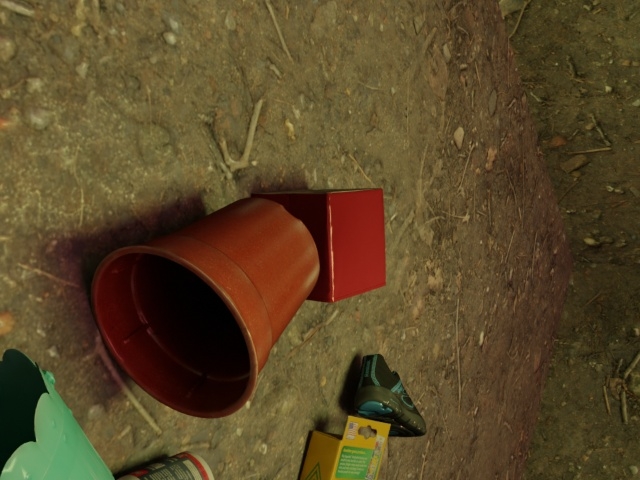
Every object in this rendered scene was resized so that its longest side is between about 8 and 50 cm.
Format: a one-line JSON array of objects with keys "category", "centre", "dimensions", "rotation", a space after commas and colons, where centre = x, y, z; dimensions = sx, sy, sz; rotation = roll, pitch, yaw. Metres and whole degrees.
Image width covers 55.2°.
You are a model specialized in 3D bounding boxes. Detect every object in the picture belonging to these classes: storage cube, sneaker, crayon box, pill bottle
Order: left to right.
[{"category": "pill bottle", "centre": [-0.255, 0.394, 0.914], "dimensions": [0.180, 0.108, 0.107], "rotation": [-3, 96, -54]}, {"category": "storage cube", "centre": [0.000, 0.000, 1.163], "dimensions": [0.215, 0.184, 0.193], "rotation": [-12, 102, -53]}, {"category": "crayon box", "centre": [0.039, 0.547, 1.352], "dimensions": [0.203, 0.083, 0.322], "rotation": [31, 71, -51]}, {"category": "sneaker", "centre": [0.182, 0.393, 1.509], "dimensions": [0.341, 0.125, 0.139], "rotation": [57, 30, -51]}]

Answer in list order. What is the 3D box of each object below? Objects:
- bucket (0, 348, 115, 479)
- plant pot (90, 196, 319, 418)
[{"category": "bucket", "centre": [-0.361, 0.270, 0.625], "dimensions": [0.281, 0.281, 0.183], "rotation": [-53, 134, -37]}, {"category": "plant pot", "centre": [-0.145, 0.073, 0.923], "dimensions": [0.265, 0.273, 0.272], "rotation": [-45, 128, -52]}]
